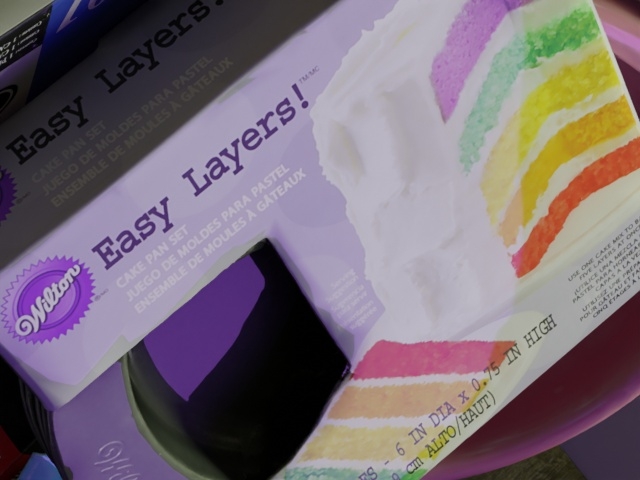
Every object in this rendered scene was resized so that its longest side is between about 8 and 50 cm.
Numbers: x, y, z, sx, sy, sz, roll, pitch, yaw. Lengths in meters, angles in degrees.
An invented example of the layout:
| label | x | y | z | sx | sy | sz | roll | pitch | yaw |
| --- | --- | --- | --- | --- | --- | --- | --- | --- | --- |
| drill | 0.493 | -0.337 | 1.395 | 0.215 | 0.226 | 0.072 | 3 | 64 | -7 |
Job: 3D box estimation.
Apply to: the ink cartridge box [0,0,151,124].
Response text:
| label | x | y | z | sx | sy | sz | roll | pitch | yaw |
| --- | --- | --- | --- | --- | --- | --- | --- | --- | --- |
| ink cartridge box | -0.119 | -0.068 | 0.665 | 0.207 | 0.046 | 0.097 | -38 | 173 | -26 |

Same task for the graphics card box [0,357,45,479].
| label | x | y | z | sx | sy | sz | roll | pitch | yaw |
| --- | --- | --- | --- | --- | --- | --- | --- | --- | --- |
| graphics card box | -0.032 | -0.002 | 1.118 | 0.371 | 0.094 | 0.232 | -44 | 157 | 20 |

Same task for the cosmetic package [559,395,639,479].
| label | x | y | z | sx | sy | sz | roll | pitch | yaw |
| --- | --- | --- | --- | --- | --- | --- | --- | --- | --- |
| cosmetic package | 0.329 | -0.011 | 1.534 | 0.329 | 0.394 | 0.327 | -45 | -169 | -34 |

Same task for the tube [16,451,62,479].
| label | x | y | z | sx | sy | sz | roll | pitch | yaw |
| --- | --- | --- | --- | --- | --- | --- | --- | --- | --- |
| tube | -0.091 | 0.133 | 1.123 | 0.207 | 0.052 | 0.080 | -6 | 135 | -41 |

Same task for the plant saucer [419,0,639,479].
| label | x | y | z | sx | sy | sz | roll | pitch | yaw |
| --- | --- | --- | --- | --- | --- | --- | --- | --- | --- |
| plant saucer | 0.032 | -0.013 | 0.931 | 0.332 | 0.332 | 0.084 | -46 | -146 | 31 |

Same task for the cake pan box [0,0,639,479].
| label | x | y | z | sx | sy | sz | roll | pitch | yaw |
| --- | --- | --- | --- | --- | --- | --- | --- | --- | --- |
| cake pan box | 0.000 | 0.000 | 0.755 | 0.267 | 0.070 | 0.246 | -39 | 135 | -8 |

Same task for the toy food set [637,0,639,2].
| label | x | y | z | sx | sy | sz | roll | pitch | yaw |
| --- | --- | --- | --- | --- | --- | --- | --- | --- | --- |
| toy food set | 0.233 | -0.206 | 1.001 | 0.306 | 0.220 | 0.092 | -44 | 172 | 16 |
